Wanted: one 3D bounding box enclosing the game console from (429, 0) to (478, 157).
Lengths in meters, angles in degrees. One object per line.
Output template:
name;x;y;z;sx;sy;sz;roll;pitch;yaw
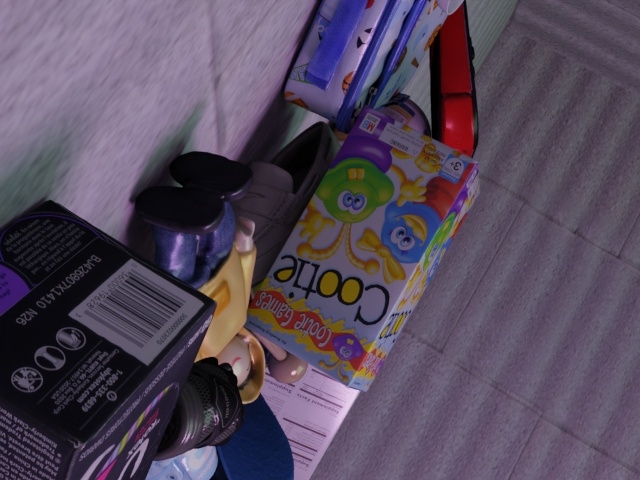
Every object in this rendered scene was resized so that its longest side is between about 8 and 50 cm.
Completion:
game console;0.197;-0.282;1.422;0.386;0.060;0.342;43;46;-83

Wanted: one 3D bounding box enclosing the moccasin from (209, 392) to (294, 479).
moccasin;-0.124;0.280;1.299;0.117;0.137;0.342;-59;-154;18

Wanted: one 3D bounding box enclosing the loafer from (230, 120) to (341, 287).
loafer;-0.070;-0.037;1.095;0.319;0.112;0.111;-46;128;-46

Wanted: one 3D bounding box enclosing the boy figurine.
boy figurine;-0.112;0.061;0.901;0.177;0.092;0.285;-52;150;-43

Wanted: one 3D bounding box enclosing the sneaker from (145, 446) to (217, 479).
sneaker;-0.175;0.202;1.064;0.135;0.150;0.366;-57;171;-27

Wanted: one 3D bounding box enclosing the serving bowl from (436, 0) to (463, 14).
serving bowl;0.142;-0.279;0.976;0.083;0.027;0.083;-55;167;-20

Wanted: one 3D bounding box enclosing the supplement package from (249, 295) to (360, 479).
supplement package;-0.056;0.212;1.532;0.263;0.198;0.199;-61;-167;12

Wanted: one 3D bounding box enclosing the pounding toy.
pounding toy;-0.024;0.049;1.223;0.183;0.110;0.237;71;16;-47

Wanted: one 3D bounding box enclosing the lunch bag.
lunch bag;0.076;-0.268;1.069;0.243;0.115;0.303;-44;162;-58

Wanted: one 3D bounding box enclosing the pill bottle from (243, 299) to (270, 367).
pill bottle;-0.128;0.139;1.250;0.123;0.123;0.219;-61;172;9

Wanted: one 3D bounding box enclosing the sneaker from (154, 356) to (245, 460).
sneaker;-0.155;0.160;0.831;0.227;0.087;0.130;-21;166;36

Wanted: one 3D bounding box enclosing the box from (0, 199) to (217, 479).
box;-0.201;0.138;0.648;0.165;0.143;0.270;-49;168;-52

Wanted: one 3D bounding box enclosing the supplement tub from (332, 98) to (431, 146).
supplement tub;0.073;-0.127;1.471;0.200;0.144;0.144;-55;171;-33

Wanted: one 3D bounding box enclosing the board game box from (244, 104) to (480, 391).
board game box;0.051;0.015;1.055;0.275;0.144;0.142;-60;166;-4
